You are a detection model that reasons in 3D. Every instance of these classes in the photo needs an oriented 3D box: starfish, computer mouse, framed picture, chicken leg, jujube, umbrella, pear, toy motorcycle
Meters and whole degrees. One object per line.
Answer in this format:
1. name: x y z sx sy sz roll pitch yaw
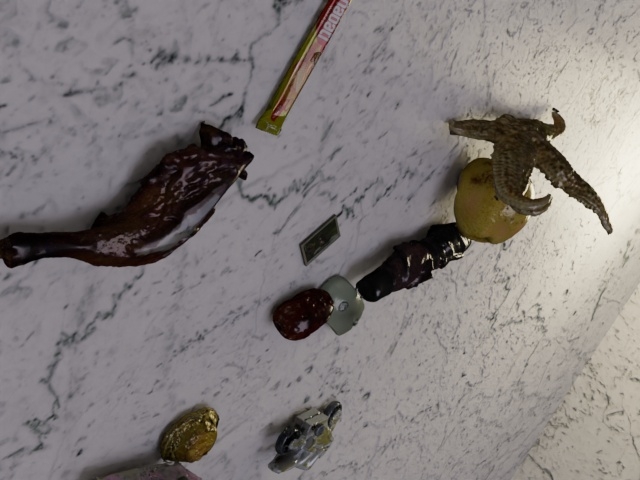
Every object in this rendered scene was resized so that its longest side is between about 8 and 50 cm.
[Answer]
1. starfish: 0.433 -0.149 2.130 0.432 0.324 0.082 1 136 -49
2. computer mouse: 0.044 0.136 2.115 0.089 0.056 0.181 -44 150 -5
3. framed picture: 0.000 0.000 1.957 0.089 0.007 0.066 -41 148 -20
4. chicken leg: -0.251 -0.029 1.500 0.407 0.096 0.158 -27 137 -33
5. jujube: -0.028 0.133 1.995 0.129 0.077 0.077 -28 142 -42
6. umbrella: 0.187 0.039 2.175 0.326 0.094 0.090 -25 179 -43
7. pear: 0.335 -0.076 2.181 0.178 0.178 0.178 -35 146 -28
8. toy motorcycle: -0.031 0.420 2.296 0.229 0.074 0.151 -23 134 -55

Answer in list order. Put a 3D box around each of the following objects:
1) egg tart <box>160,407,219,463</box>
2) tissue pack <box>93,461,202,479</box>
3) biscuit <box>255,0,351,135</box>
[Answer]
1. egg tart: -0.229 0.355 1.976 0.130 0.052 0.130 -32 145 -26
2. tissue pack: -0.338 0.508 1.915 0.215 0.123 0.256 -2 123 -50
3. biscuit: -0.011 -0.286 1.621 0.048 0.026 0.292 20 106 -39
